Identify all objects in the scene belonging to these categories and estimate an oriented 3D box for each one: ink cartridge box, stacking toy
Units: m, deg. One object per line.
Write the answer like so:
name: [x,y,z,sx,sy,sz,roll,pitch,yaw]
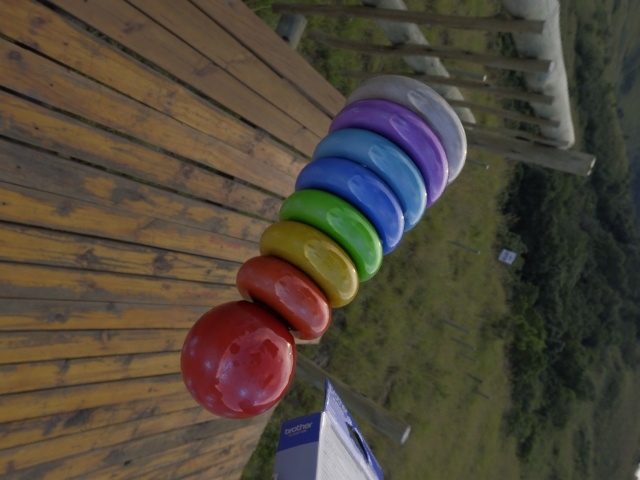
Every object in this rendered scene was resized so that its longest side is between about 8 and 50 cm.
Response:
ink cartridge box: [0.012,0.312,0.409,0.186,0.065,0.311,61,19,-23]
stacking toy: [0.000,0.000,0.382,0.330,0.141,0.141,-51,146,-25]
